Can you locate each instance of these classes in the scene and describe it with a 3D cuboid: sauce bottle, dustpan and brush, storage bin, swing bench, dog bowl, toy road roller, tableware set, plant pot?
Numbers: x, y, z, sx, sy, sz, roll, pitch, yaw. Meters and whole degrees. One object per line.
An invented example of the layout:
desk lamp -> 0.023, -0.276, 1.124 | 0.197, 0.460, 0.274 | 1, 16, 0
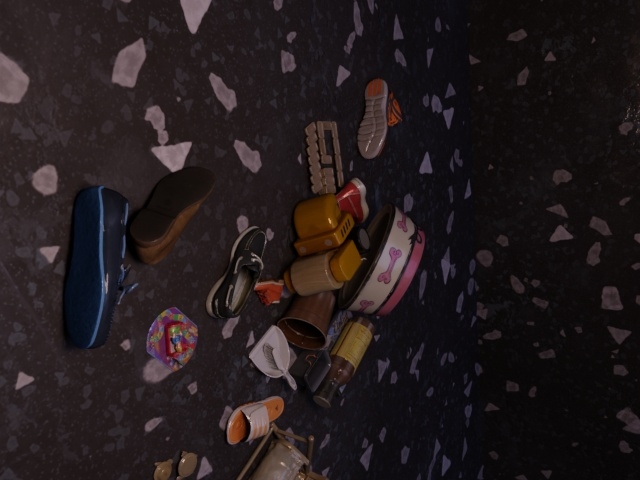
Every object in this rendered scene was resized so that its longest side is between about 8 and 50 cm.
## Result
sauce bottle -> 0.078, 0.423, 1.997 | 0.344, 0.111, 0.111 | -55, 136, -35
dustpan and brush -> -0.129, 0.390, 1.786 | 0.147, 0.060, 0.211 | -50, 132, -41
storage bin -> -0.042, 0.420, 1.892 | 0.135, 0.091, 0.098 | -52, 134, -41
swing bench -> -0.122, 0.753, 1.755 | 0.253, 0.165, 0.254 | -50, 138, -42
dog bowl -> 0.213, 0.082, 1.967 | 0.407, 0.150, 0.408 | -63, -173, 14
toy road roller -> 0.000, 0.000, 1.804 | 0.240, 0.203, 0.329 | 63, 30, -18
tableware set -> -0.383, 0.633, 1.475 | 0.141, 0.020, 0.168 | 13, 84, -54
plant pot -> -0.032, 0.237, 1.836 | 0.167, 0.167, 0.165 | 64, 38, -37

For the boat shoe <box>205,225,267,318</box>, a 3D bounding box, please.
boat shoe -> -0.210, 0.090, 1.604 | 0.114, 0.091, 0.302 | 48, 54, -43

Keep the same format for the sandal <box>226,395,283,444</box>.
sandal -> -0.176, 0.535, 1.720 | 0.265, 0.076, 0.101 | -11, 102, -55

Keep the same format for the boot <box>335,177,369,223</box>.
boot -> 0.081, -0.102, 2.043 | 0.176, 0.088, 0.244 | -39, 153, -11

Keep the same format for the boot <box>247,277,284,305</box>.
boot -> -0.166, 0.155, 1.713 | 0.158, 0.059, 0.084 | 11, 89, -57

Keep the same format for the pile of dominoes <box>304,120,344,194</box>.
pile of dominoes -> 0.002, -0.283, 1.949 | 0.196, 0.040, 0.251 | -12, 96, -55

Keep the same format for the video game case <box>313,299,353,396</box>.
video game case -> 0.071, 0.395, 2.108 | 0.248, 0.035, 0.274 | -56, 136, -36

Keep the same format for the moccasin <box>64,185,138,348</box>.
moccasin -> -0.449, 0.058, 1.210 | 0.117, 0.138, 0.341 | 11, 85, -60

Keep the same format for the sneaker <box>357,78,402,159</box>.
sneaker -> 0.244, -0.444, 2.190 | 0.180, 0.125, 0.321 | 24, 74, -53

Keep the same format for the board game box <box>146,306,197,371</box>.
board game box -> -0.363, 0.253, 1.449 | 0.168, 0.033, 0.133 | 56, 50, -43

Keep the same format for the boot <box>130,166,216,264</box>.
boot -> -0.358, -0.067, 1.393 | 0.115, 0.112, 0.305 | 104, 13, -48
